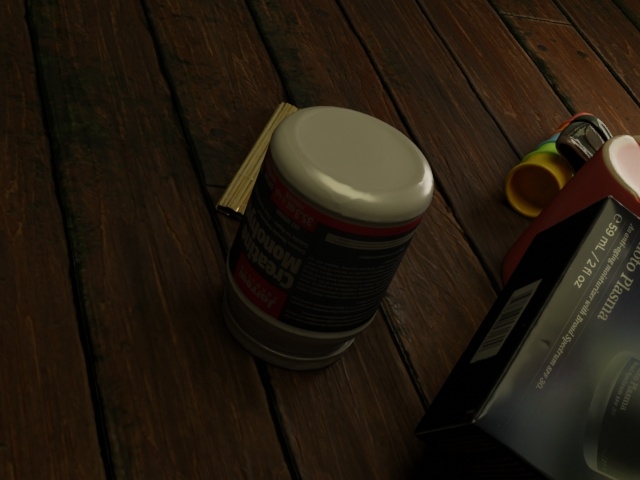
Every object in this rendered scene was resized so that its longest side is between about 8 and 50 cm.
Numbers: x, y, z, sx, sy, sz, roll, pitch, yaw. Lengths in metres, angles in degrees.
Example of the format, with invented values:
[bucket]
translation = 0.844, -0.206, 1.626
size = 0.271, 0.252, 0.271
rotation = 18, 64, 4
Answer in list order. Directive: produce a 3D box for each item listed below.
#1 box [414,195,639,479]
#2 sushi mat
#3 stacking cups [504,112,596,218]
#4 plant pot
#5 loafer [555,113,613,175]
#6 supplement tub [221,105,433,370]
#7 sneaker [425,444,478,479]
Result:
[box]
translation = 0.316, 0.165, 1.141
size = 0.294, 0.183, 0.296
rotation = 36, 70, -5
[sushi mat]
translation = -0.034, -0.101, 1.564
size = 0.151, 0.019, 0.316
rotation = 25, 37, 0
[stacking cups]
translation = 0.397, -0.144, 1.786
size = 0.096, 0.096, 0.316
rotation = 31, 37, 10
[plant pot]
translation = 0.425, 0.005, 1.491
size = 0.275, 0.243, 0.275
rotation = 15, 37, -12
[loafer]
translation = 0.452, -0.066, 1.677
size = 0.084, 0.096, 0.267
rotation = -34, 92, -37
[supplement tub]
translation = 0.000, 0.000, 1.245
size = 0.191, 0.272, 0.191
rotation = 14, 37, -11
[sneaker]
translation = 0.234, 0.172, 1.275
size = 0.112, 0.131, 0.319
rotation = 36, 40, 14
